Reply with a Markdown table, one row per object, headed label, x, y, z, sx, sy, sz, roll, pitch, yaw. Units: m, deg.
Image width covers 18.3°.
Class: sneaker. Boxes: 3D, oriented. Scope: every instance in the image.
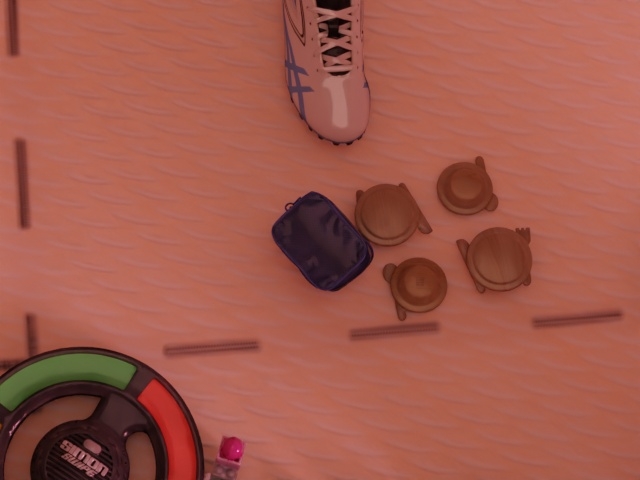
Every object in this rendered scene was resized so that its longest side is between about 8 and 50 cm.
| label | x | y | z | sx | sy | sz | roll | pitch | yaw |
| --- | --- | --- | --- | --- | --- | --- | --- | --- | --- |
| sneaker | 0.006 | -0.210 | 1.948 | 0.085 | 0.086 | 0.237 | -5 | 76 | -8 |

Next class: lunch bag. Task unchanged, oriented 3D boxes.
| label | x | y | z | sx | sy | sz | roll | pitch | yaw |
| --- | --- | --- | --- | --- | --- | --- | --- | --- | --- |
| lunch bag | 0.000 | 0.000 | 1.899 | 0.067 | 0.065 | 0.098 | -40 | 81 | 3 |

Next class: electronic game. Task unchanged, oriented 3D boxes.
| label | x | y | z | sx | sy | sz | roll | pitch | yaw |
| --- | --- | --- | --- | --- | --- | --- | --- | --- | --- |
| electronic game | -0.221 | 0.210 | 1.831 | 0.229 | 0.048 | 0.229 | 1 | 74 | -4 |

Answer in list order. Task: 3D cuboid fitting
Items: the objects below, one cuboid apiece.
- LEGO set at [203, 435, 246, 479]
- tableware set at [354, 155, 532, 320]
| label | x | y | z | sx | sy | sz | roll | pitch | yaw |
| --- | --- | --- | --- | --- | --- | --- | --- | --- | --- |
| LEGO set | 0.032 | 0.259 | 1.806 | 0.287 | 0.107 | 0.132 | 9 | 74 | -2 |
| tableware set | 0.119 | -0.003 | 1.932 | 0.168 | 0.020 | 0.141 | -17 | 76 | -7 |
